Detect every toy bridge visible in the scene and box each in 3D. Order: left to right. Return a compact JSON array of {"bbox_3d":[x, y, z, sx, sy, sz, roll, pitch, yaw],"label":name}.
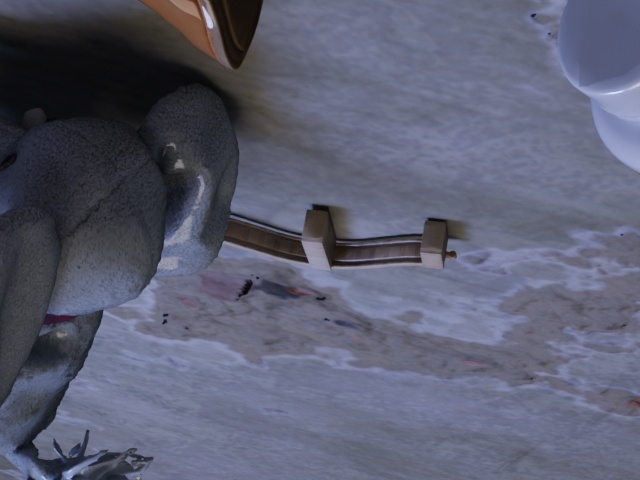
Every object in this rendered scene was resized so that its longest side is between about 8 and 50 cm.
[{"bbox_3d":[0.000,0.000,1.349,0.188,0.026,0.063,7,161,9],"label":"toy bridge"}]

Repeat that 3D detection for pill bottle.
[{"bbox_3d":[0.214,-0.064,0.964,0.215,0.117,0.117,28,153,-38],"label":"pill bottle"}]

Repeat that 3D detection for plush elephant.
[{"bbox_3d":[-0.198,0.003,1.173,0.330,0.272,0.255,36,122,9],"label":"plush elephant"}]

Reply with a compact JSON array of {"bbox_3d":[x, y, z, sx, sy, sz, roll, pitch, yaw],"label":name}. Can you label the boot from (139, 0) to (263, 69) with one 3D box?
[{"bbox_3d":[-0.116,-0.155,0.973,0.152,0.073,0.197,8,156,21],"label":"boot"}]
